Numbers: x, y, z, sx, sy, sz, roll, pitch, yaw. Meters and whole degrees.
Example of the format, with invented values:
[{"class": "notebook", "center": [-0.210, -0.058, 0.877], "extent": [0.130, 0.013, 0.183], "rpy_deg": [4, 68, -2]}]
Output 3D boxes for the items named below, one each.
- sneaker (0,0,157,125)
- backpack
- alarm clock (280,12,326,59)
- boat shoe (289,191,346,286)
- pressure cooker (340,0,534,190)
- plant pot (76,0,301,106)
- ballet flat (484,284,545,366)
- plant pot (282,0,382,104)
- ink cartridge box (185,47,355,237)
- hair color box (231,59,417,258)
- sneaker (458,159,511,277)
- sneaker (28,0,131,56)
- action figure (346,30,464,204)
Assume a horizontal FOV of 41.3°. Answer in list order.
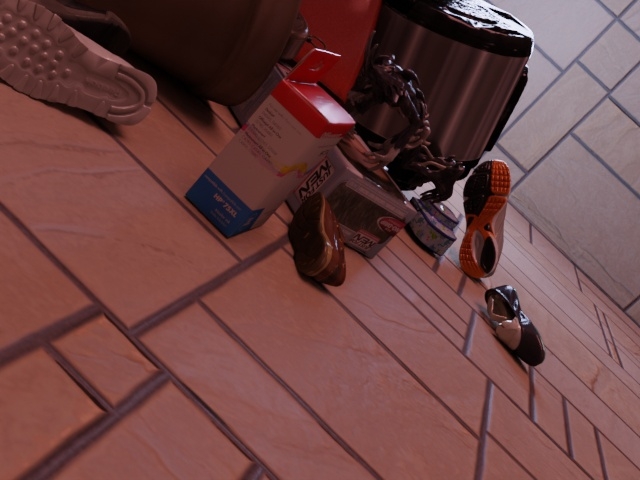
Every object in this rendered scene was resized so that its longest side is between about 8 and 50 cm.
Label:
[{"class": "sneaker", "center": [-0.295, -0.203, 0.940], "extent": [0.235, 0.090, 0.095], "rpy_deg": [30, 8, -48]}, {"class": "backpack", "center": [0.224, -0.034, 1.701], "extent": [0.105, 0.084, 0.114], "rpy_deg": [30, 24, -33]}, {"class": "alarm clock", "center": [-0.066, -0.363, 1.441], "extent": [0.192, 0.064, 0.129], "rpy_deg": [16, 38, -34]}, {"class": "boat shoe", "center": [0.000, 0.000, 1.143], "extent": [0.060, 0.064, 0.178], "rpy_deg": [41, 22, -27]}, {"class": "pressure cooker", "center": [0.214, -0.321, 1.827], "extent": [0.376, 0.420, 0.370], "rpy_deg": [36, 29, 27]}, {"class": "plant pot", "center": [-0.215, -0.388, 1.234], "extent": [0.281, 0.323, 0.323], "rpy_deg": [13, 31, -32]}, {"class": "ballet flat", "center": [0.350, 0.155, 1.574], "extent": [0.074, 0.074, 0.203], "rpy_deg": [34, 25, -29]}, {"class": "plant pot", "center": [-0.035, -0.435, 1.659], "extent": [0.267, 0.235, 0.267], "rpy_deg": [37, -8, -22]}, {"class": "ink cartridge box", "center": [-0.043, -0.117, 1.022], "extent": [0.078, 0.231, 0.134], "rpy_deg": [45, 17, 5]}, {"class": "hair color box", "center": [-0.013, -0.154, 1.396], "extent": [0.185, 0.113, 0.374], "rpy_deg": [27, 24, -45]}, {"class": "sneaker", "center": [0.357, -0.042, 1.833], "extent": [0.099, 0.262, 0.121], "rpy_deg": [10, -7, 21]}, {"class": "sneaker", "center": [-0.328, -0.284, 1.024], "extent": [0.130, 0.087, 0.228], "rpy_deg": [56, 25, 17]}, {"class": "action figure", "center": [0.109, -0.174, 1.292], "extent": [0.275, 0.141, 0.164], "rpy_deg": [52, 12, -31]}]
